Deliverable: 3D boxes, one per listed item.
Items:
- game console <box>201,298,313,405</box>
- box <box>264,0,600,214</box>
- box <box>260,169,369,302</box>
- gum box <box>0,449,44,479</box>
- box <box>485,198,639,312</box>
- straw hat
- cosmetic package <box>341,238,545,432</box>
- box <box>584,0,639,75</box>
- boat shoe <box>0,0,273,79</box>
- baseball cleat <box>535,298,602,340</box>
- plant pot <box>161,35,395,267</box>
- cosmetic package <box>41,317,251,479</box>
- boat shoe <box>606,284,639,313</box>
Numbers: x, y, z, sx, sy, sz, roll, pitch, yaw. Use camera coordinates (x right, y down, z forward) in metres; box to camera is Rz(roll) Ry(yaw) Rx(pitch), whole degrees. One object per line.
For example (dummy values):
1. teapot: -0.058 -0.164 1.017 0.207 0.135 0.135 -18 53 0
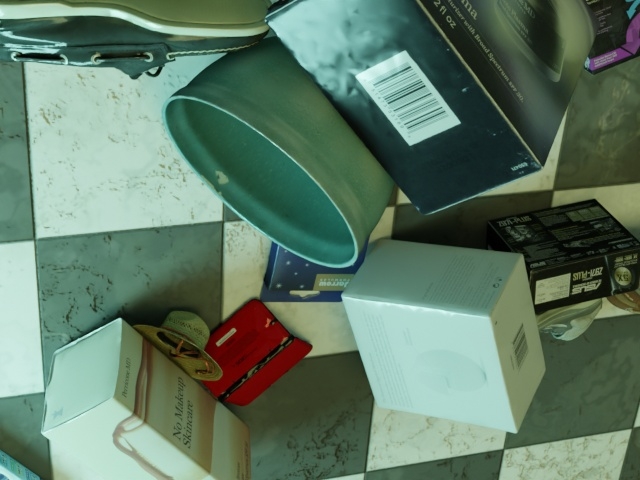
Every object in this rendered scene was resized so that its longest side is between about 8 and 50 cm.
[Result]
1. game console: -0.103 0.165 1.708 0.144 0.085 0.124 -41 94 7
2. box: 0.140 -0.247 1.311 0.183 0.294 0.296 -22 118 41
3. box: 0.000 0.000 1.631 0.136 0.036 0.225 1 121 -21
4. gum box: -0.502 0.364 1.668 0.157 0.041 0.184 -38 126 5
5. box: 0.352 0.021 1.703 0.180 0.147 0.077 -12 124 -14
6. straw hat: -0.190 0.133 1.624 0.144 0.144 0.061 47 56 -35
7. cosmetic package: 0.177 0.131 1.648 0.225 0.138 0.224 6 132 29
8. box: 0.404 -0.317 1.585 0.116 0.029 0.162 -23 124 -5
9. boat shoe: -0.224 -0.237 1.327 0.340 0.127 0.113 -1 135 -9
10. baseball cleat: 0.348 0.129 1.817 0.206 0.072 0.109 -19 132 -3
11. plant pot: -0.016 -0.136 1.415 0.196 0.293 0.293 -51 128 -18
12. cosmetic package: -0.232 0.262 1.621 0.129 0.153 0.296 -28 129 21
13. boat shoe: 0.579 0.054 1.842 0.324 0.123 0.116 1 154 -30
